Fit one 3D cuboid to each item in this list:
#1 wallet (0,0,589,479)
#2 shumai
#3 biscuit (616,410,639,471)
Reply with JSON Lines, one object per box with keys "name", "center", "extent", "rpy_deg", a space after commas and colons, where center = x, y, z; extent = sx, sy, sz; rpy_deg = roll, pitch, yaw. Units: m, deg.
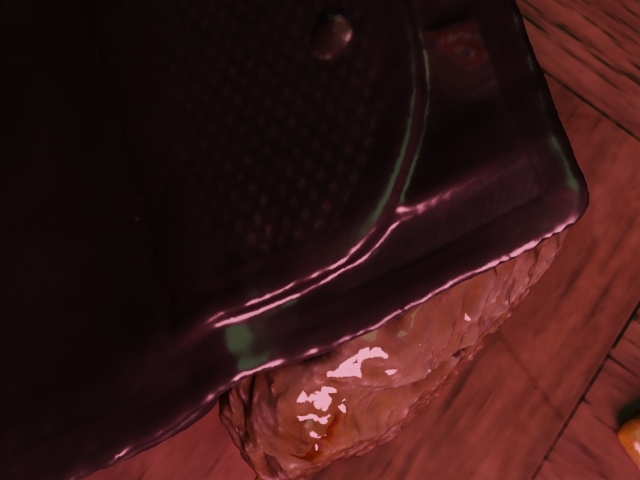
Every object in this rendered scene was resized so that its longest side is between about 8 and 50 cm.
{"name": "wallet", "center": [-0.063, -0.041, 0.711], "extent": [0.323, 0.041, 0.247], "rpy_deg": [-27, 63, 21]}
{"name": "shumai", "center": [0.000, 0.000, 0.767], "extent": [0.175, 0.166, 0.206], "rpy_deg": [40, 51, 7]}
{"name": "biscuit", "center": [0.203, 0.107, 0.853], "extent": [0.083, 0.018, 0.081], "rpy_deg": [-32, 84, -19]}
